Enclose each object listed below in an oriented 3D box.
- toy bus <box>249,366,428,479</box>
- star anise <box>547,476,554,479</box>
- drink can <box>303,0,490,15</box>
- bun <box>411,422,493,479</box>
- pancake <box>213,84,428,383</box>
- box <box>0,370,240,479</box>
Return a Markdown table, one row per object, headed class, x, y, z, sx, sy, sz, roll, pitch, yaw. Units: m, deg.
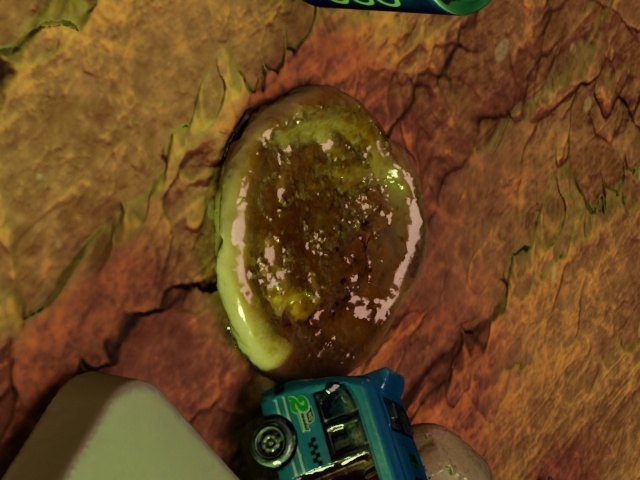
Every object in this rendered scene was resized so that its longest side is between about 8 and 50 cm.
| class | x | y | z | sx | sy | sz | roll | pitch | yaw |
| --- | --- | --- | --- | --- | --- | --- | --- | --- | --- |
| toy bus | 0.035 | 0.236 | 1.138 | 0.113 | 0.134 | 0.246 | 37 | 33 | -64 |
| star anise | 0.268 | 0.416 | 1.548 | 0.262 | 0.081 | 0.230 | -51 | 142 | -30 |
| drink can | 0.053 | -0.247 | 1.069 | 0.118 | 0.205 | 0.118 | -11 | 106 | -43 |
| bun | 0.094 | 0.299 | 1.285 | 0.239 | 0.141 | 0.239 | -13 | 109 | -43 |
| pancake | -0.001 | -0.001 | 1.186 | 0.282 | 0.049 | 0.282 | -9 | 102 | -44 |
| box | -0.166 | 0.344 | 1.026 | 0.367 | 0.090 | 0.373 | 56 | 50 | -37 |
